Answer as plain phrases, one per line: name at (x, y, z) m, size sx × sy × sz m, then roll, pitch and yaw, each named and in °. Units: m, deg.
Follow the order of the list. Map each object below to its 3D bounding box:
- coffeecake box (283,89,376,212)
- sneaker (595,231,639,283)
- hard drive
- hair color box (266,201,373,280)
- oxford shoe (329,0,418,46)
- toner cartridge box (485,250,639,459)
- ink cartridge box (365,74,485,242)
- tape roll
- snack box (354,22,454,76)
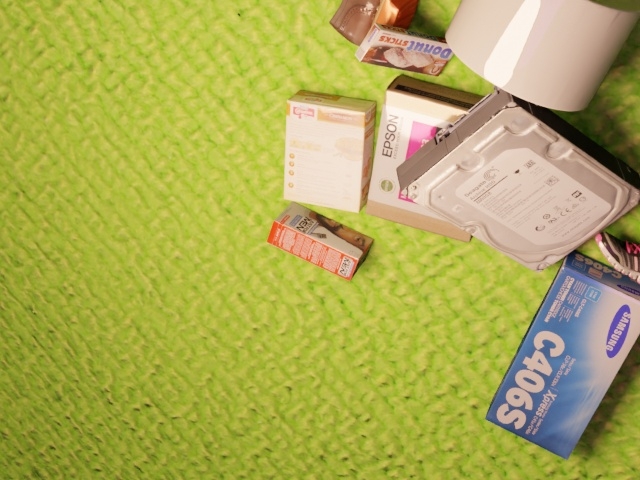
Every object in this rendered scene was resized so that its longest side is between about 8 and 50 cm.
coffeecake box at (0.015, -0.155, 1.972) m, size 0.142 × 0.068 × 0.186 m, roll 11°, pitch 117°, yaw 17°
sneaker at (0.527, 0.026, 1.853) m, size 0.170 × 0.063 × 0.075 m, roll 33°, pitch 116°, yaw -10°
hard drive at (0.318, -0.088, 1.784) m, size 0.339 × 0.064 × 0.237 m, roll 29°, pitch 127°, yaw -33°
hair color box at (0.000, 0.000, 2.036) m, size 0.167 × 0.093 × 0.053 m, roll 26°, pitch 120°, yaw 8°
oxford shoe at (0.105, -0.463, 1.765) m, size 0.132 × 0.130 × 0.364 m, roll 28°, pitch 121°, yaw 15°
toner cartridge box at (0.428, 0.201, 1.969) m, size 0.165 × 0.075 × 0.348 m, roll 25°, pitch 120°, yaw 8°
ink cartridge box at (0.190, -0.135, 1.902) m, size 0.193 × 0.088 × 0.235 m, roll 15°, pitch 119°, yaw 13°
tape roll at (0.326, -0.324, 1.669) m, size 0.246 × 0.246 × 0.169 m, roll 30°, pitch 120°, yaw 7°
snack box at (0.138, -0.301, 1.807) m, size 0.064 × 0.178 × 0.022 m, roll -56°, pitch 50°, yaw 31°
